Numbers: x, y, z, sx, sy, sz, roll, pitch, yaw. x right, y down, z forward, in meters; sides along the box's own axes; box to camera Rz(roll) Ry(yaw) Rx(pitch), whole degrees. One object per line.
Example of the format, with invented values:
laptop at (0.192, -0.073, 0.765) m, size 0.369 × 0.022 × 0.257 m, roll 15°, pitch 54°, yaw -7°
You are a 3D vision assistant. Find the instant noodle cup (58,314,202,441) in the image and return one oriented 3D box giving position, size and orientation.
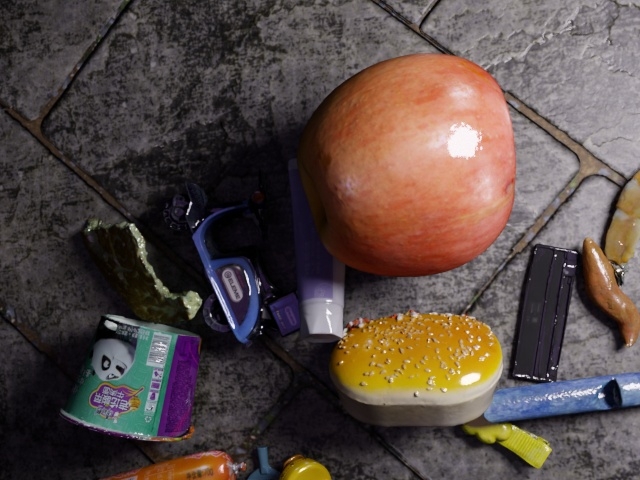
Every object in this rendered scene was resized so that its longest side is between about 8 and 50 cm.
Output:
instant noodle cup at (-0.341, 0.251, 1.206) m, size 0.252 × 0.251 × 0.190 m, roll 12°, pitch 82°, yaw 12°

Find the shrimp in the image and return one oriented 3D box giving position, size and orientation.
shrimp at (0.617, -0.058, 1.094) m, size 0.287 × 0.068 × 0.185 m, roll -25°, pitch 82°, yaw 12°

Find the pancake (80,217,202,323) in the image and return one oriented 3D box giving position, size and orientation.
pancake at (-0.363, 0.046, 1.254) m, size 0.377 × 0.054 × 0.197 m, roll 35°, pitch 132°, yaw 26°

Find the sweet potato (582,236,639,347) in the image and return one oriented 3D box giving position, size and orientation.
sweet potato at (0.505, 0.090, 1.122) m, size 0.055 × 0.058 × 0.202 m, roll -25°, pitch 87°, yaw -33°

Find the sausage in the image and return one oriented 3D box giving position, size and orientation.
sausage at (-0.293, 0.480, 1.257) m, size 0.313 × 0.093 × 0.092 m, roll -18°, pitch 85°, yaw 11°

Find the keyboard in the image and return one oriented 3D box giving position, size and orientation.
keyboard at (0.405, 0.133, 1.158) m, size 0.087 × 0.017 × 0.250 m, roll 9°, pitch 91°, yaw 11°

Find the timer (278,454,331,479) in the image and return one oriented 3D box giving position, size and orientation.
timer at (-0.024, 0.465, 1.191) m, size 0.107 × 0.109 × 0.107 m, roll -2°, pitch 93°, yaw -31°

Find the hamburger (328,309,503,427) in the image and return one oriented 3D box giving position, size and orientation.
hamburger at (0.162, 0.216, 1.106) m, size 0.296 × 0.227 × 0.151 m, roll -1°, pitch 111°, yaw 9°

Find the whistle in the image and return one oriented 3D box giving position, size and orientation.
whistle at (0.432, 0.275, 1.112) m, size 0.305 × 0.062 × 0.062 m, roll -8°, pitch 87°, yaw 5°

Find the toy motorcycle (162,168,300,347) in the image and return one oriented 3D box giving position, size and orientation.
toy motorcycle at (-0.154, 0.031, 1.231) m, size 0.213 × 0.125 × 0.358 m, roll -25°, pitch 86°, yaw 1°

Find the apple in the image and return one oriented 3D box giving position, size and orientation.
apple at (0.132, -0.117, 1.046) m, size 0.364 × 0.364 × 0.363 m, roll 0°, pitch 88°, yaw 12°

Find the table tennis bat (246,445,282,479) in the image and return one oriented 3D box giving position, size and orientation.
table tennis bat at (-0.105, 0.483, 1.255) m, size 0.100 × 0.019 × 0.154 m, roll -6°, pitch 89°, yaw 12°

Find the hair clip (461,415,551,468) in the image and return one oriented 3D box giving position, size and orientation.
hair clip at (0.327, 0.348, 1.154) m, size 0.173 × 0.046 × 0.072 m, roll 31°, pitch 91°, yaw 13°

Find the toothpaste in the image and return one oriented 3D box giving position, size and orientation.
toothpaste at (0.000, 0.000, 1.182) m, size 0.125 × 0.080 × 0.370 m, roll -7°, pitch 68°, yaw 12°
